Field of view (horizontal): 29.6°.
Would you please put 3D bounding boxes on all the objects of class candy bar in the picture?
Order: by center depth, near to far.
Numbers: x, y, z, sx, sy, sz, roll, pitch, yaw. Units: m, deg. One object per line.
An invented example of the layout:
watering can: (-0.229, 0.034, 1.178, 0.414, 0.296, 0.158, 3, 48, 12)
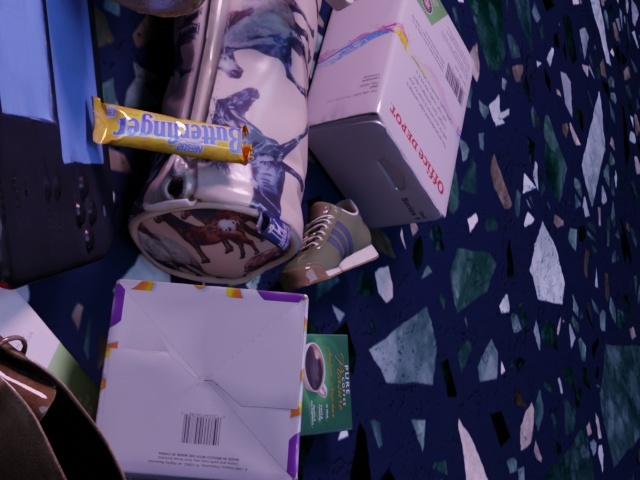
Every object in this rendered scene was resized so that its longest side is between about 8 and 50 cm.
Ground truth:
candy bar: (-0.122, -0.089, 1.010, 0.161, 0.018, 0.040, 6, 68, -40)

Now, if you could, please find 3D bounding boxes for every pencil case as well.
pencil case: (-0.082, -0.173, 1.181, 0.183, 0.160, 0.410, 74, 19, -67)

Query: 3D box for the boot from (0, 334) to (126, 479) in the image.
boot: (-0.211, 0.063, 0.701, 0.305, 0.115, 0.112, 64, 34, -27)

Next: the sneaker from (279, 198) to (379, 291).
sneaker: (0.000, 0.000, 1.390, 0.192, 0.064, 0.086, -20, 93, -60)

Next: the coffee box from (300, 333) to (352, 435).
coffee box: (-0.027, 0.157, 1.316, 0.184, 0.040, 0.113, 6, 78, -59)

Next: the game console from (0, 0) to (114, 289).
game console: (-0.212, -0.168, 0.869, 0.342, 0.060, 0.387, -139, -138, -86)

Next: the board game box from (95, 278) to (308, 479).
board game box: (-0.093, 0.145, 0.972, 0.275, 0.144, 0.142, 104, -9, -68)

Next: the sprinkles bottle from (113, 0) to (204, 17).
sprinkles bottle: (-0.083, -0.350, 0.976, 0.121, 0.121, 0.355, 49, 54, -44)

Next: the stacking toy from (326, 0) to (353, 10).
stacking toy: (-0.086, -0.356, 1.132, 0.279, 0.130, 0.309, 25, 66, -29)

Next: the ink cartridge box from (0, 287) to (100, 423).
ink cartridge box: (-0.306, 0.074, 0.768, 0.353, 0.119, 0.207, 59, 35, -35)

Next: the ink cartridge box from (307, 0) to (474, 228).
ink cartridge box: (0.090, -0.183, 1.531, 0.201, 0.117, 0.278, 52, 40, -41)
